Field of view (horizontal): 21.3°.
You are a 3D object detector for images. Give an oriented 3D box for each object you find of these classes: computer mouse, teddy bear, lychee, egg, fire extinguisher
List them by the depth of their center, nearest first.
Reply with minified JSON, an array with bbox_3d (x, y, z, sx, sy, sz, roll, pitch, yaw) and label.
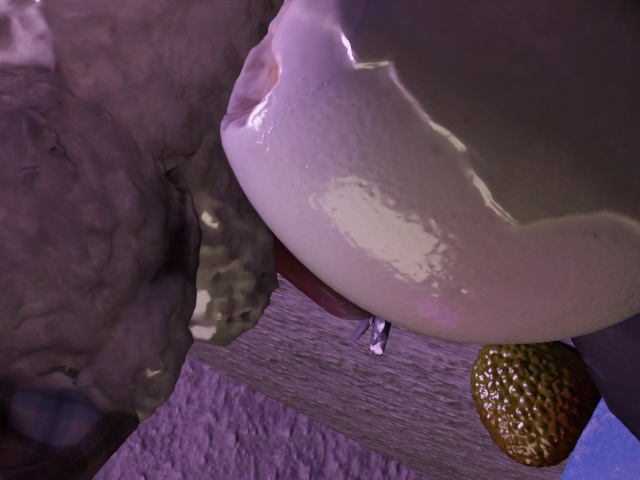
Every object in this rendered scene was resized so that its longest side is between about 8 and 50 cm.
[{"bbox_3d":[0.073,-0.043,0.725,0.217,0.183,0.183,29,169,-10],"label":"egg"},{"bbox_3d":[-0.176,-0.027,0.919,0.327,0.362,0.375,31,166,-19],"label":"teddy bear"},{"bbox_3d":[0.261,0.082,1.161,0.168,0.087,0.295,24,158,48],"label":"computer mouse"},{"bbox_3d":[0.000,0.000,1.308,0.105,0.104,0.269,19,167,34],"label":"fire extinguisher"},{"bbox_3d":[0.196,0.146,1.518,0.146,0.114,0.114,41,167,-11],"label":"lychee"}]

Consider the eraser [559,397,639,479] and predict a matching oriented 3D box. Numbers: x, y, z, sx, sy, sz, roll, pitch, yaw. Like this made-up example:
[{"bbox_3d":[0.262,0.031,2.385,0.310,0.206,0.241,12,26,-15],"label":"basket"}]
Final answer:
[{"bbox_3d":[0.319,0.179,1.310,0.043,0.144,0.312,39,164,-31],"label":"eraser"}]
